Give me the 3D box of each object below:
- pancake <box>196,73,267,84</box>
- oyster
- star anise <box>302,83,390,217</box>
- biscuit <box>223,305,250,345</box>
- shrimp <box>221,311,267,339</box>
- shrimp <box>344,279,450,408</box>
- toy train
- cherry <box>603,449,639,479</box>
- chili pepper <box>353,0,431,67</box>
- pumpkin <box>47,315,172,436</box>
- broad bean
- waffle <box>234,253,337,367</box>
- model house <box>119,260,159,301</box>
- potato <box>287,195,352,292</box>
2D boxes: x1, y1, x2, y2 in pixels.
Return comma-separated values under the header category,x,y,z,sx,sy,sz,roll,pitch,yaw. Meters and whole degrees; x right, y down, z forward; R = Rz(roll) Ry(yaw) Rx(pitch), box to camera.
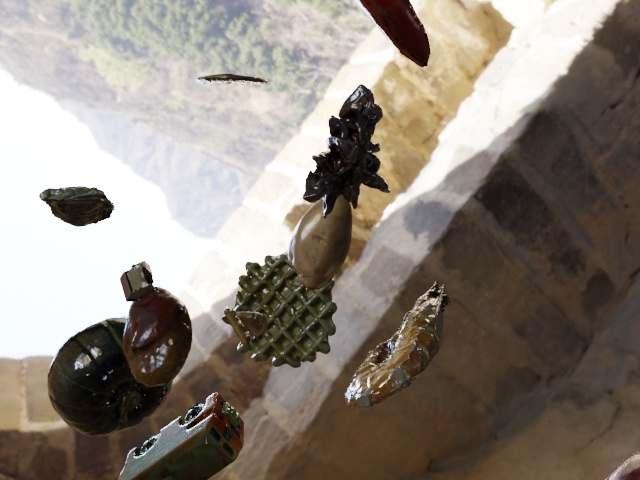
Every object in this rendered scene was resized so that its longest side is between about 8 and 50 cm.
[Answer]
category,x,y,z,sx,sy,sz,roll,pitch,yaw
pancake,-0.135,-0.240,0.952,0.115,0.011,0.115,0,-171,0
oyster,-0.537,-0.079,1.419,0.064,0.125,0.177,56,174,23
star anise,0.062,-0.174,1.274,0.129,0.282,0.212,11,142,30
biscuit,-0.159,0.162,1.211,0.081,0.018,0.083,60,174,-1
shrimp,-0.165,0.193,1.421,0.099,0.041,0.180,-3,158,4
shrimp,0.128,0.164,1.008,0.062,0.164,0.317,55,-144,-8
toy train,-0.192,0.297,0.874,0.072,0.188,0.099,52,-175,-20
cherry,0.425,0.373,0.730,0.230,0.203,0.300,30,127,45
chili pepper,0.023,-0.273,0.603,0.272,0.063,0.071,43,-165,-15
pumpkin,-0.551,0.359,1.684,0.241,0.323,0.323,25,168,45
broad bean,-0.356,0.203,1.367,0.122,0.156,0.228,71,-172,-50
waffle,-0.099,0.190,1.713,0.292,0.309,0.056,3,177,15
model house,-0.360,0.079,1.240,0.083,0.058,0.057,60,179,31
potato,-0.003,0.000,1.481,0.128,0.234,0.161,23,-153,32
